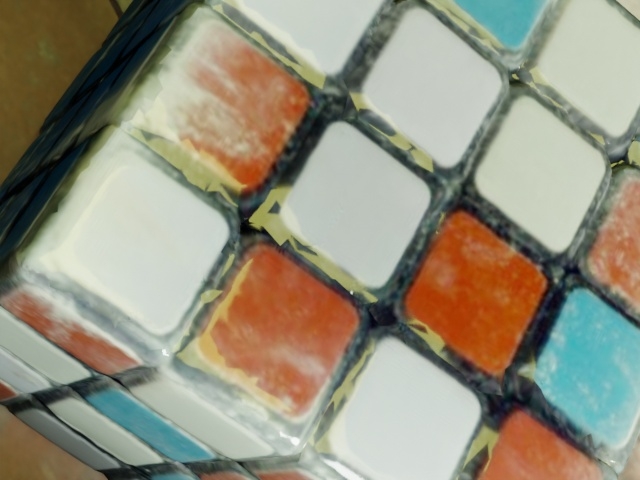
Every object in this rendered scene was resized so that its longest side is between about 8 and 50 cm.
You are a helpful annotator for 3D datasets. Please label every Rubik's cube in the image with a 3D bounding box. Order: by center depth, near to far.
[{"bbox_3d":[-0.001,0.000,0.669,0.253,0.259,0.256,38,66,-16],"label":"Rubik's cube"}]
